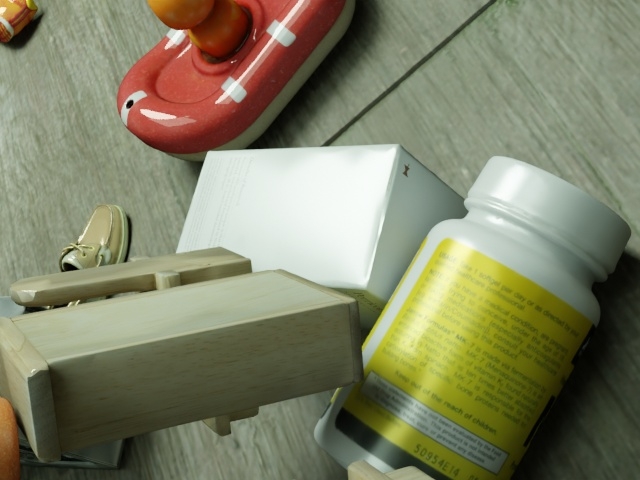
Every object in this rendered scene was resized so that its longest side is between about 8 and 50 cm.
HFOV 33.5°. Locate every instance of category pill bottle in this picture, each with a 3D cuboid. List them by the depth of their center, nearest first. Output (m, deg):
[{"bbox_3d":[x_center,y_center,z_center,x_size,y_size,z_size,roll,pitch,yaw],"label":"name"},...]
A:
[{"bbox_3d":[0.096,0.061,0.654,0.119,0.119,0.208,28,87,43],"label":"pill bottle"}]

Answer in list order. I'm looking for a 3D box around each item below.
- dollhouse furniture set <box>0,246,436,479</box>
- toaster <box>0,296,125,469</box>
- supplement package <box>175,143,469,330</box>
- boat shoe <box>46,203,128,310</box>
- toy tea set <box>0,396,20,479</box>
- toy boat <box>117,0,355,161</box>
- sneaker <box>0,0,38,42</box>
[{"bbox_3d":[-0.072,0.206,0.607,0.303,0.174,0.355,-160,63,-64],"label":"dollhouse furniture set"},{"bbox_3d":[-0.253,0.118,0.866,0.168,0.185,0.110,-3,68,28],"label":"toaster"},{"bbox_3d":[0.000,0.000,0.769,0.179,0.105,0.105,1,68,39],"label":"supplement package"},{"bbox_3d":[-0.212,0.025,0.959,0.050,0.045,0.135,-3,66,36],"label":"boat shoe"},{"bbox_3d":[-0.202,0.217,0.477,0.200,0.124,0.336,118,145,-46],"label":"toy tea set"},{"bbox_3d":[-0.092,-0.183,0.902,0.231,0.151,0.151,-51,47,5],"label":"toy boat"},{"bbox_3d":[-0.389,-0.279,1.255,0.175,0.064,0.067,28,66,38],"label":"sneaker"}]
